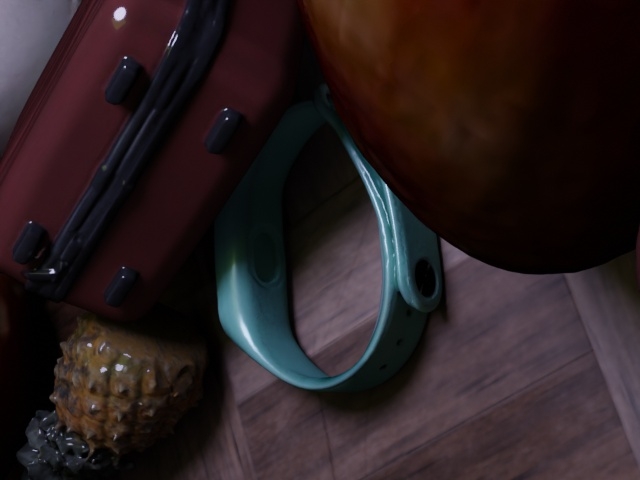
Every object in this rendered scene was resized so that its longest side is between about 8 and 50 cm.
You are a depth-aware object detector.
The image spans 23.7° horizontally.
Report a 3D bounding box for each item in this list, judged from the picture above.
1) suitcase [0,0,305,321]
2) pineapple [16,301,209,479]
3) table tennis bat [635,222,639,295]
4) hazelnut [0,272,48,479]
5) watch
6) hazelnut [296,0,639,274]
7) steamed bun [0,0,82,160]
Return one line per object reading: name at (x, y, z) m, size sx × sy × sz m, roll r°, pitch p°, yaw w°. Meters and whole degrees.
suitcase at (-0.140, -0.103, 1.206) m, size 0.297 × 0.161 × 0.236 m, roll -54°, pitch 19°, yaw 34°
pineapple at (-0.194, 0.163, 1.309) m, size 0.248 × 0.128 × 0.128 m, roll -56°, pitch 51°, yaw 28°
table tennis bat at (0.282, 0.017, 0.810) m, size 0.051 × 0.268 × 0.415 m, roll -107°, pitch 24°, yaw -48°
hazelnut at (-0.461, 0.126, 1.407) m, size 0.429 × 0.402 × 0.402 m, roll -16°, pitch 72°, yaw 36°
watch at (0.000, 0.000, 1.183) m, size 0.195 × 0.068 × 0.237 m, roll -12°, pitch 76°, yaw 40°
hazelnut at (0.136, -0.187, 0.886) m, size 0.421 × 0.352 × 0.421 m, roll -172°, pitch 90°, yaw -68°
steamed bun at (-0.385, -0.215, 1.431) m, size 0.309 × 0.309 × 0.309 m, roll -9°, pitch 77°, yaw 42°
